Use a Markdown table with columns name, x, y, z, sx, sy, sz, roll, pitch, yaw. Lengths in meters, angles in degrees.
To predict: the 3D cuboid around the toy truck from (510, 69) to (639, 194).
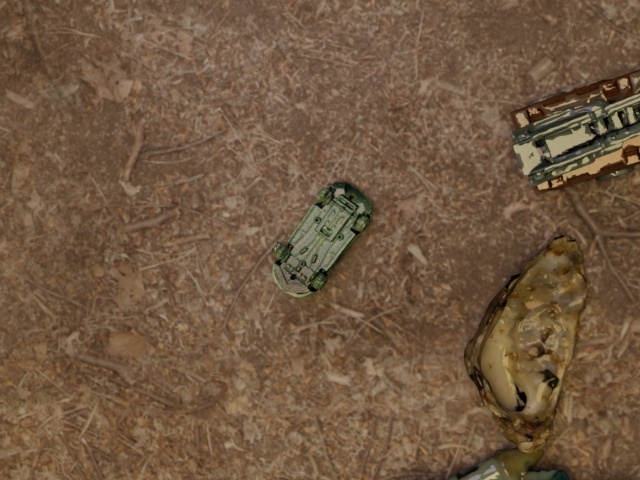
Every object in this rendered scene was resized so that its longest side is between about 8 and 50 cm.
| name | x | y | z | sx | sy | sz | roll | pitch | yaw |
| --- | --- | --- | --- | --- | --- | --- | --- | --- | --- |
| toy truck | 0.416 | -0.160 | 1.242 | 0.338 | 0.184 | 0.133 | -18 | 91 | 17 |

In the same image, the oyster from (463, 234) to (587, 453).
| name | x | y | z | sx | sy | sz | roll | pitch | yaw |
| --- | --- | --- | --- | --- | --- | --- | --- | --- | --- |
| oyster | 0.297 | 0.137 | 1.365 | 0.166 | 0.094 | 0.294 | 27 | 90 | -4 |

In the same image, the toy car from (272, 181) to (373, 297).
| name | x | y | z | sx | sy | sz | roll | pitch | yaw |
| --- | --- | --- | --- | --- | --- | --- | --- | --- | --- |
| toy car | 0.000 | 0.000 | 1.441 | 0.093 | 0.058 | 0.186 | 36 | 92 | 10 |

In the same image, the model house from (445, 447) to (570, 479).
| name | x | y | z | sx | sy | sz | roll | pitch | yaw |
| --- | --- | --- | --- | --- | --- | --- | --- | --- | --- |
| model house | 0.279 | 0.384 | 1.304 | 0.324 | 0.267 | 0.194 | -29 | 100 | 4 |
